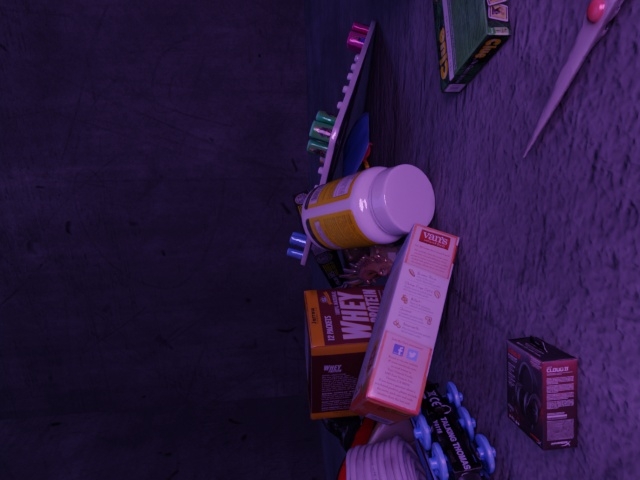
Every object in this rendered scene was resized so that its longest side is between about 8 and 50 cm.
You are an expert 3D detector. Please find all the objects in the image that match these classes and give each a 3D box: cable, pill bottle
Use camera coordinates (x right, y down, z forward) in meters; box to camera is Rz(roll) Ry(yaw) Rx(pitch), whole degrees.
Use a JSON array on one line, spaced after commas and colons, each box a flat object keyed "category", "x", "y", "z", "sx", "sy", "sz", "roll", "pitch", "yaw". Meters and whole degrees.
[{"category": "cable", "x": 0.115, "y": 0.371, "z": 0.581, "sx": 0.257, "sy": 0.089, "sz": 0.257, "roll": 64, "pitch": -173, "yaw": 0}, {"category": "pill bottle", "x": 0.070, "y": -0.049, "z": 0.758, "sx": 0.208, "sy": 0.119, "sz": 0.119, "roll": -9, "pitch": 83, "yaw": 56}]

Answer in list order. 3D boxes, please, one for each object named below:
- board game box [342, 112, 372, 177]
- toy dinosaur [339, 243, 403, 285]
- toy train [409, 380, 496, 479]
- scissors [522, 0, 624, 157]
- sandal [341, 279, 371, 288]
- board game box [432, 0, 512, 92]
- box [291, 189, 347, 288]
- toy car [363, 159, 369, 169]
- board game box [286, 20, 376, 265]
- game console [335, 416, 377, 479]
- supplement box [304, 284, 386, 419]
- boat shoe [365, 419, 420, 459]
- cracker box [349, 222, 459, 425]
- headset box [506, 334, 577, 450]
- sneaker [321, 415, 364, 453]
[{"category": "board game box", "x": 0.096, "y": -0.217, "z": 1.137, "sx": 0.133, "sy": 0.033, "sz": 0.169, "roll": 129, "pitch": 151, "yaw": -50}, {"category": "toy dinosaur", "x": 0.087, "y": 0.008, "z": 0.982, "sx": 0.296, "sy": 0.127, "sz": 0.201, "roll": 87, "pitch": 173, "yaw": -86}, {"category": "toy train", "x": 0.157, "y": 0.258, "z": 0.598, "sx": 0.184, "sy": 0.080, "sz": 0.105, "roll": -108, "pitch": 10, "yaw": -69}, {"category": "scissors", "x": 0.189, "y": -0.160, "z": 0.303, "sx": 0.109, "sy": 0.021, "sz": 0.297, "roll": -103, "pitch": 12, "yaw": -50}, {"category": "sandal", "x": 0.085, "y": 0.149, "z": 1.264, "sx": 0.265, "sy": 0.076, "sz": 0.102, "roll": 145, "pitch": 122, "yaw": -84}, {"category": "board game box", "x": 0.156, "y": -0.315, "z": 0.534, "sx": 0.136, "sy": 0.030, "sz": 0.260, "roll": 140, "pitch": 127, "yaw": -80}, {"category": "box", "x": 0.000, "y": 0.000, "z": 1.559, "sx": 0.270, "sy": 0.060, "sz": 0.216, "roll": 62, "pitch": -173, "yaw": -51}, {"category": "toy car", "x": 0.086, "y": -0.142, "z": 1.180, "sx": 0.122, "sy": 0.060, "sz": 0.041, "roll": 94, "pitch": 168, "yaw": -49}, {"category": "board game box", "x": 0.019, "y": -0.205, "z": 1.031, "sx": 0.390, "sy": 0.050, "sz": 0.390, "roll": 105, "pitch": -178, "yaw": -52}, {"category": "game console", "x": 0.101, "y": 0.586, "z": 1.003, "sx": 0.342, "sy": 0.060, "sz": 0.387, "roll": -19, "pitch": -71, "yaw": -70}, {"category": "supplement box", "x": 0.071, "y": 0.194, "z": 0.843, "sx": 0.129, "sy": 0.191, "sz": 0.194, "roll": -101, "pitch": 9, "yaw": -53}, {"category": "boat shoe", "x": 0.121, "y": 0.359, "z": 0.803, "sx": 0.117, "sy": 0.122, "sz": 0.325, "roll": -93, "pitch": 3, "yaw": -53}, {"category": "cracker box", "x": 0.109, "y": 0.115, "z": 0.638, "sx": 0.156, "sy": 0.067, "sz": 0.233, "roll": 98, "pitch": -169, "yaw": -65}, {"category": "headset box", "x": 0.189, "y": 0.125, "z": 0.413, "sx": 0.062, "sy": 0.032, "sz": 0.084, "roll": -134, "pitch": 40, "yaw": -82}, {"category": "sneaker", "x": 0.060, "y": 0.480, "z": 1.224, "sx": 0.283, "sy": 0.124, "sz": 0.107, "roll": -66, "pitch": -27, "yaw": -79}]
